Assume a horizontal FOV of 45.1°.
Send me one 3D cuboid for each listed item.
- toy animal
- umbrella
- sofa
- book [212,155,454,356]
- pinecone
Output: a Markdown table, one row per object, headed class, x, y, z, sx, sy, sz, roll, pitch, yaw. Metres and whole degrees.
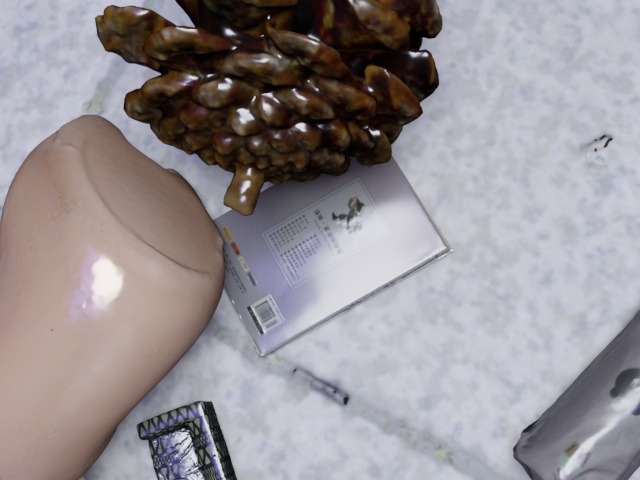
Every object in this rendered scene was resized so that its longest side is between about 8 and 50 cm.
| class | x | y | z | sx | sy | sz | roll | pitch | yaw |
| --- | --- | --- | --- | --- | --- | --- | --- | --- | --- |
| toy animal | -0.198 | 0.054 | 0.570 | 0.256 | 0.195 | 0.213 | -50 | 37 | 6 |
| umbrella | 0.278 | 0.061 | 0.570 | 0.337 | 0.067 | 0.073 | -46 | 35 | -3 |
| sofa | -0.098 | 0.191 | 0.608 | 0.060 | 0.039 | 0.118 | -21 | 78 | 3 |
| book | 0.000 | 0.000 | 0.644 | 0.182 | 0.014 | 0.127 | -30 | 77 | 1 |
| pinecone | -0.022 | -0.169 | 0.569 | 0.244 | 0.244 | 0.309 | 11 | 66 | 9 |
